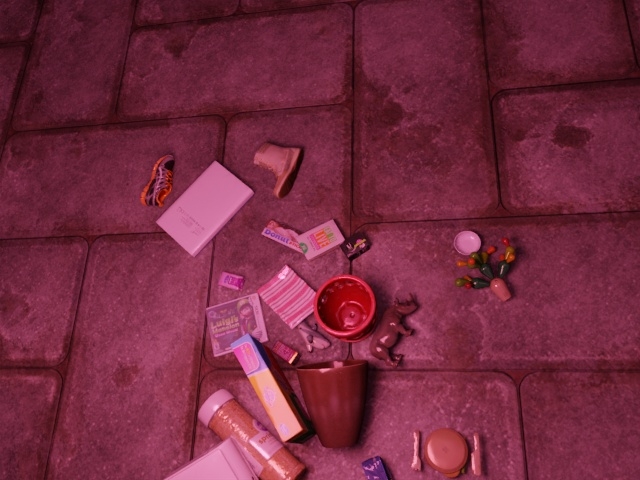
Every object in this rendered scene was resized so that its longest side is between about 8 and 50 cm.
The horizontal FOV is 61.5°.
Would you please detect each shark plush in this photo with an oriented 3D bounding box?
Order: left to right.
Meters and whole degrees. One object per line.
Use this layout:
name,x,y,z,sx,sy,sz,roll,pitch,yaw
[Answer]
shark plush,-0.035,0.296,1.757,0.067,0.073,0.161,-25,44,-19

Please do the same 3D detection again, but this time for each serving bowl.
serving bowl,0.478,0.012,1.758,0.083,0.027,0.083,-4,69,9

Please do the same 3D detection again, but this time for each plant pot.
plant pot,0.045,0.481,1.586,0.216,0.215,0.230,-7,82,9
plant pot,0.085,0.219,1.679,0.191,0.174,0.191,-4,69,10

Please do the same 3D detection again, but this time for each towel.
towel,-0.102,0.185,1.789,0.144,0.029,0.197,-42,59,-11

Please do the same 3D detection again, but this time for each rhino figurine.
rhino figurine,0.234,0.271,1.685,0.106,0.073,0.243,22,74,15

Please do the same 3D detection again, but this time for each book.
book,0.000,0.000,1.844,0.144,0.035,0.096,-27,71,-6

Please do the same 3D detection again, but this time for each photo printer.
photo printer,-0.278,0.756,1.533,0.256,0.107,0.307,-34,84,15

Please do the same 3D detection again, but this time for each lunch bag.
lunch bag,0.167,0.673,1.546,0.065,0.067,0.098,-25,68,2

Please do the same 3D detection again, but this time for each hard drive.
hard drive,-0.425,-0.120,1.985,0.210,0.040,0.318,39,81,21

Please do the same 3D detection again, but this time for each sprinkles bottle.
sprinkles bottle,-0.209,0.606,1.620,0.355,0.121,0.121,37,80,21

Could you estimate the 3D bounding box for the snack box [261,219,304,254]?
snack box,-0.116,-0.012,1.890,0.178,0.022,0.064,24,75,18

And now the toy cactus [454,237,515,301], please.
toy cactus,0.536,0.103,1.681,0.219,0.112,0.180,-31,76,-10

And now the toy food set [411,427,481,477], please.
toy food set,0.362,0.611,1.552,0.192,0.038,0.132,-2,62,17

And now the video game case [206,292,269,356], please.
video game case,-0.282,0.283,1.812,0.191,0.022,0.173,-18,67,5

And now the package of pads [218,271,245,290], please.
package of pads,-0.309,0.142,1.866,0.083,0.032,0.050,13,75,16

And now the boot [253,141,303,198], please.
boot,-0.171,-0.260,1.969,0.165,0.077,0.213,15,68,16

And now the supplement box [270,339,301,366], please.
supplement box,-0.111,0.362,1.730,0.083,0.055,0.043,29,76,19

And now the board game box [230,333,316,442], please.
board game box,-0.135,0.446,1.601,0.064,0.242,0.316,-33,67,-4

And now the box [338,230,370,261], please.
box,0.115,0.020,1.815,0.083,0.052,0.062,-33,67,-1

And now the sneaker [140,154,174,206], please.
sneaker,-0.598,-0.221,2.042,0.083,0.084,0.214,21,84,16
